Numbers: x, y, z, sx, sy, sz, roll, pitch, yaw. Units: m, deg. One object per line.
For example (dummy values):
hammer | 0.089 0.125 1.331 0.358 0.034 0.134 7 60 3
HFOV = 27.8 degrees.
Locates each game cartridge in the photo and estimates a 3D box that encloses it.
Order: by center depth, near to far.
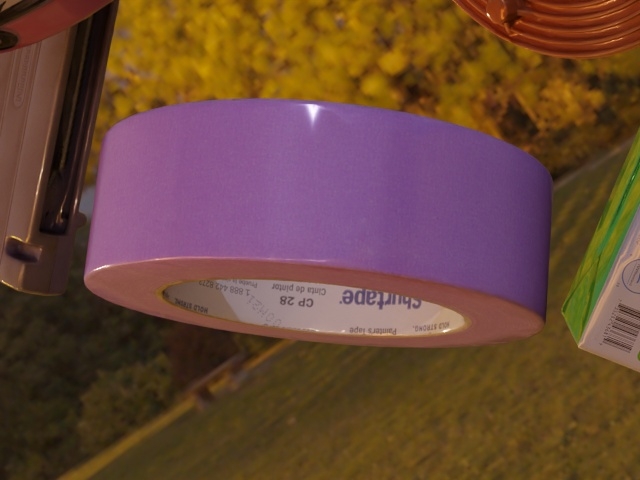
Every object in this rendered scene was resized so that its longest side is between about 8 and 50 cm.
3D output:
game cartridge | -0.254 -0.152 1.081 0.068 0.355 0.230 7 8 -40

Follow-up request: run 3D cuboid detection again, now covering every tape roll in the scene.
tape roll | 0.000 0.000 0.781 0.274 0.090 0.275 5 -13 1

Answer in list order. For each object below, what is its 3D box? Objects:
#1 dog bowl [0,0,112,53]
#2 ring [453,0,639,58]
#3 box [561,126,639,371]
dog bowl | -0.211 -0.292 0.809 0.408 0.408 0.150 -36 -37 7
ring | 0.154 -0.289 0.897 0.032 0.337 0.336 -23 -7 -36
box | 0.324 -0.014 0.879 0.127 0.231 0.262 -63 -7 -80
